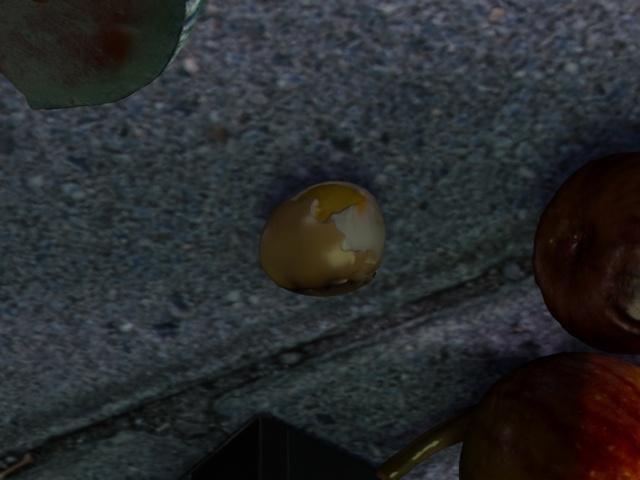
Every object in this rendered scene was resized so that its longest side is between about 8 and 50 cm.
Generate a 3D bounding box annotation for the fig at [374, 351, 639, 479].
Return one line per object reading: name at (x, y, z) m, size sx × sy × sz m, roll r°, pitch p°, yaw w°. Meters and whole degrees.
fig at (0.155, 0.147, 1.275) m, size 0.175 × 0.207 × 0.175 m, roll -18°, pitch 124°, yaw -29°

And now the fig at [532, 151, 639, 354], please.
fig at (0.197, 0.016, 1.146) m, size 0.128 × 0.128 × 0.150 m, roll -19°, pitch 139°, yaw 17°

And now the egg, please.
egg at (0.000, 0.000, 1.156) m, size 0.083 × 0.071 × 0.071 m, roll -10°, pitch 137°, yaw 26°

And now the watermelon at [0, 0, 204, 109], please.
watermelon at (-0.145, -0.207, 0.923) m, size 0.226 × 0.148 × 0.318 m, roll 18°, pitch 149°, yaw 5°

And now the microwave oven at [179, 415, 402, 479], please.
microwave oven at (-0.047, 0.388, 1.435) m, size 0.374 × 0.236 × 0.432 m, roll 27°, pitch 130°, yaw -27°
